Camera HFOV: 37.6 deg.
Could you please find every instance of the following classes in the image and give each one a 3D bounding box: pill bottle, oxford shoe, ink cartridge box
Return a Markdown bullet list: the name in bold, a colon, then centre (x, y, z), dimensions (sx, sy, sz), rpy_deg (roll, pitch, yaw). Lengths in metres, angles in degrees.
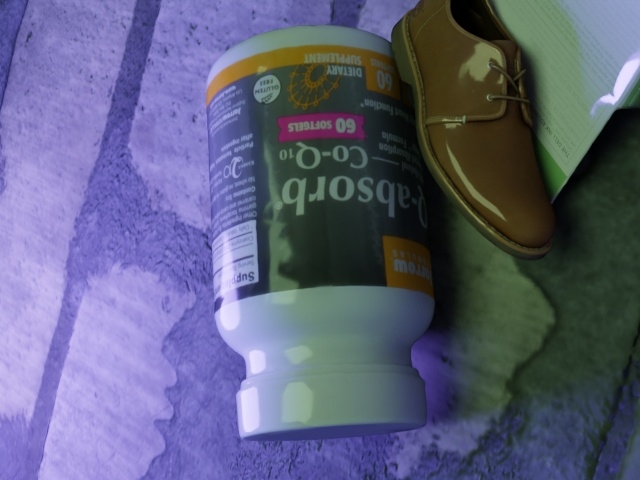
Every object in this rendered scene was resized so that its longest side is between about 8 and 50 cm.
- **pill bottle**: centre (0.000, 0.000, 0.687), dimensions (0.162, 0.162, 0.278), rpy_deg (-19, 69, 42)
- **oxford shoe**: centre (0.109, -0.088, 0.621), dimensions (0.076, 0.076, 0.212), rpy_deg (-46, 55, 47)
- **ink cartridge box**: centre (0.168, -0.143, 0.625), dimensions (0.171, 0.056, 0.235), rpy_deg (63, 149, 34)
